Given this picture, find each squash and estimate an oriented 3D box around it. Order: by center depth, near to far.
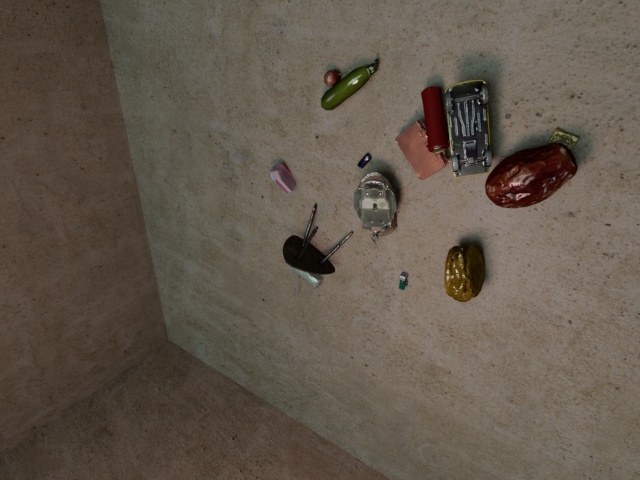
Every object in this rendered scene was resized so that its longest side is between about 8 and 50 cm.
[{"bbox_3d":[0.117,-0.653,1.713,0.331,0.087,0.087,-25,97,40],"label":"squash"}]

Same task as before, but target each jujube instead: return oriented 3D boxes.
[{"bbox_3d":[0.727,-0.225,1.417,0.290,0.197,0.197,-29,94,39],"label":"jujube"}]

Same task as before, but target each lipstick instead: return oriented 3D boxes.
[{"bbox_3d":[0.432,-0.456,1.528,0.080,0.080,0.242,-9,85,39],"label":"lipstick"}]

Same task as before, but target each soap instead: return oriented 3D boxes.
[{"bbox_3d":[-0.195,-0.329,2.109,0.056,0.100,0.149,-20,126,36],"label":"soap"}]

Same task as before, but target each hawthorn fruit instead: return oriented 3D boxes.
[{"bbox_3d":[0.062,-0.705,1.739,0.103,0.066,0.067,-9,108,38],"label":"hawthorn fruit"}]

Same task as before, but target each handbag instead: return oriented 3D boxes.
[{"bbox_3d":[0.411,-0.367,1.637,0.213,0.059,0.157,57,149,-2],"label":"handbag"}]

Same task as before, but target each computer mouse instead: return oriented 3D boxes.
[{"bbox_3d":[0.266,-0.147,1.858,0.199,0.115,0.390,8,129,22],"label":"computer mouse"}]

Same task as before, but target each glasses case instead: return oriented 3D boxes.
[{"bbox_3d":[0.200,-0.361,1.847,0.034,0.023,0.083,50,133,7],"label":"glasses case"}]

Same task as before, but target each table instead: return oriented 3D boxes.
[{"bbox_3d":[0.000,0.000,2.082,0.317,0.317,0.249,39,117,14],"label":"table"}]

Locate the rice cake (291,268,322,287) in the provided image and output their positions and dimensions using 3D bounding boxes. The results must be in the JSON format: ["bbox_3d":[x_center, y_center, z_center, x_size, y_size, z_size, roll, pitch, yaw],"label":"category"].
[{"bbox_3d":[-0.080,0.187,2.326,0.206,0.063,0.069,39,129,13],"label":"rice cake"}]

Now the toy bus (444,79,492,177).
[{"bbox_3d":[0.537,-0.409,1.474,0.144,0.152,0.331,-6,113,17],"label":"toy bus"}]

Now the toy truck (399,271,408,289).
[{"bbox_3d":[0.405,0.200,1.981,0.039,0.044,0.084,15,122,27],"label":"toy truck"}]

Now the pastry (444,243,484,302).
[{"bbox_3d":[0.587,0.137,1.684,0.131,0.235,0.241,0,104,42],"label":"pastry"}]

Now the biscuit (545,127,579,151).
[{"bbox_3d":[0.828,-0.335,1.391,0.083,0.018,0.082,30,128,20],"label":"biscuit"}]

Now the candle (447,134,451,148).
[{"bbox_3d":[0.484,-0.415,1.597,0.162,0.048,0.053,52,162,5],"label":"candle"}]
